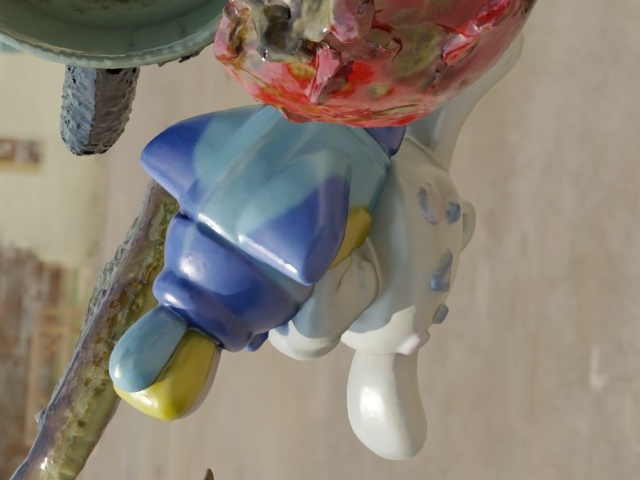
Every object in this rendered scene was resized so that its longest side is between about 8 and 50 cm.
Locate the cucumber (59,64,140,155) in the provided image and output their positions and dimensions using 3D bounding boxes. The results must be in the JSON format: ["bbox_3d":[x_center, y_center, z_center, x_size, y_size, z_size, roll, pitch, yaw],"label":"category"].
[{"bbox_3d":[-0.172,-0.133,1.502,0.245,0.067,0.067,101,170,-64],"label":"cucumber"}]

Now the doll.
[{"bbox_3d":[0.006,0.000,1.499,0.187,0.365,0.376,-1,90,44],"label":"doll"}]

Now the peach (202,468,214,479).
[{"bbox_3d":[-0.051,0.378,1.317,0.406,0.335,0.310,-56,-22,-29],"label":"peach"}]

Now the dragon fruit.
[{"bbox_3d":[0.031,-0.142,1.093,0.211,0.134,0.262,-23,-28,-55],"label":"dragon fruit"}]

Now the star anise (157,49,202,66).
[{"bbox_3d":[-0.080,-0.211,1.722,0.157,0.212,0.053,-55,-17,-10],"label":"star anise"}]

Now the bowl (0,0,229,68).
[{"bbox_3d":[-0.136,-0.261,1.297,0.146,0.289,0.289,-95,10,-84],"label":"bowl"}]

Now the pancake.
[{"bbox_3d":[-0.227,0.087,1.981,0.427,0.067,0.305,-65,15,5],"label":"pancake"}]
